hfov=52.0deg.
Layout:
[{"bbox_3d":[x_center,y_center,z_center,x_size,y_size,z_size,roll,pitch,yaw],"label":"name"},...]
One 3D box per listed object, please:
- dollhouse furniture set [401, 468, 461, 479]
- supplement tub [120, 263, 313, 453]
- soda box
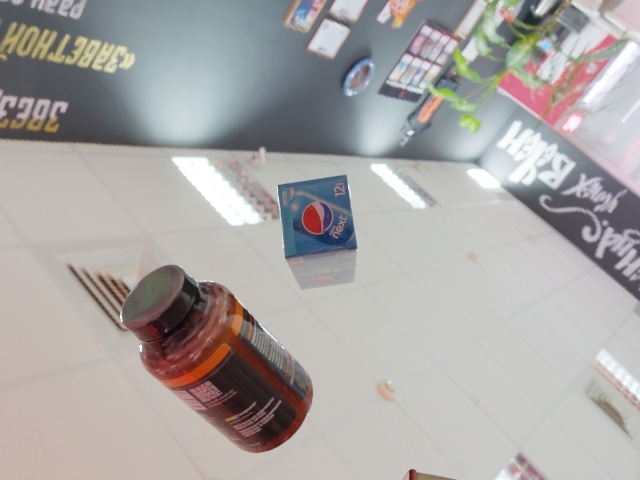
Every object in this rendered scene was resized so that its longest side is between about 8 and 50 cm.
[{"bbox_3d":[0.030,0.446,0.761,0.152,0.374,0.201,18,-145,-6],"label":"dollhouse furniture set"},{"bbox_3d":[-0.096,0.110,0.621,0.198,0.106,0.106,53,-168,-34],"label":"supplement tub"},{"bbox_3d":[0.000,0.000,0.680,0.210,0.067,0.071,83,179,-78],"label":"soda box"}]
